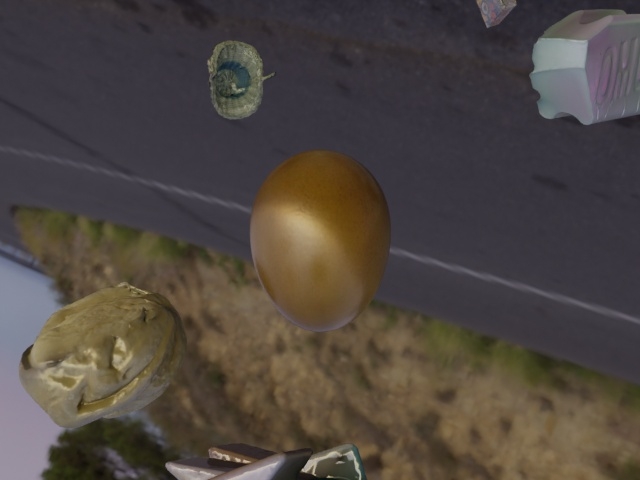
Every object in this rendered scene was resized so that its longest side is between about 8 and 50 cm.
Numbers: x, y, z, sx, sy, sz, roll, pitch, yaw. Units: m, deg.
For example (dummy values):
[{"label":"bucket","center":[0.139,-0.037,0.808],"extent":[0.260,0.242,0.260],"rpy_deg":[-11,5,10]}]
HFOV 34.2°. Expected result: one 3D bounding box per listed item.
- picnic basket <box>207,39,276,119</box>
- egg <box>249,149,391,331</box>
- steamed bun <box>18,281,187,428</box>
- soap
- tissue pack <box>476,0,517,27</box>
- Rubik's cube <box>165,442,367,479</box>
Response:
[{"label":"picnic basket","center":[-0.090,-0.168,1.084],"extent":[0.065,0.083,0.083],"rpy_deg":[0,-176,-23]},{"label":"egg","center":[0.000,0.000,1.834],"extent":[0.250,0.322,0.250],"rpy_deg":[0,176,0]},{"label":"steamed bun","center":[-0.439,0.244,2.150],"extent":[0.325,0.230,0.372],"rpy_deg":[-9,-162,-3]},{"label":"soap","center":[0.543,-0.342,2.032],"extent":[0.115,0.208,0.347],"rpy_deg":[17,-160,37]},{"label":"tissue pack","center":[0.321,-0.437,1.906],"extent":[0.035,0.063,0.083],"rpy_deg":[-18,170,-16]},{"label":"Rubik's cube","center":[-0.047,0.386,1.072],"extent":[0.387,0.368,0.358],"rpy_deg":[38,-173,19]}]
